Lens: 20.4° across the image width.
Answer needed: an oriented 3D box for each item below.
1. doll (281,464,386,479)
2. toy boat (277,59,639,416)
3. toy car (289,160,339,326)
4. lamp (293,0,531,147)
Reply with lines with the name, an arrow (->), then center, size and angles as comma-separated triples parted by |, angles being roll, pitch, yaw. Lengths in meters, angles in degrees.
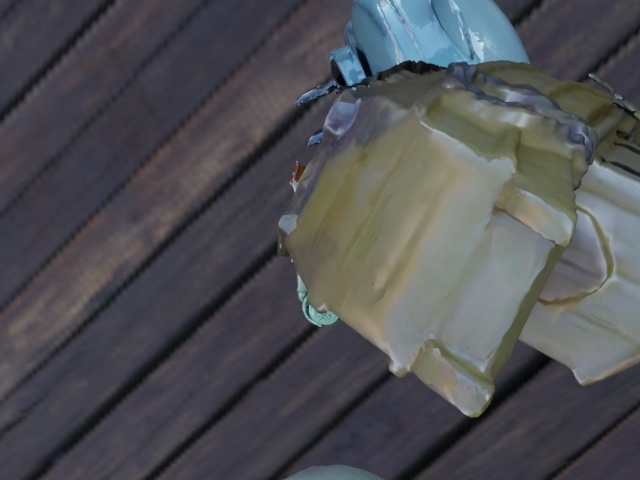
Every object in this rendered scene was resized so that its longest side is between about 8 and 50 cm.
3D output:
doll -> 0.038, 0.185, 0.791 | 0.275, 0.113, 0.154 | 28, 124, 53
toy boat -> 0.094, -0.002, 0.778 | 0.162, 0.445, 0.136 | 29, 101, 10
toy car -> 0.000, 0.000, 1.553 | 0.054, 0.073, 0.143 | 4, 117, 4
lamp -> 0.090, -0.124, 1.472 | 0.284, 0.147, 0.209 | 4, 116, 63
